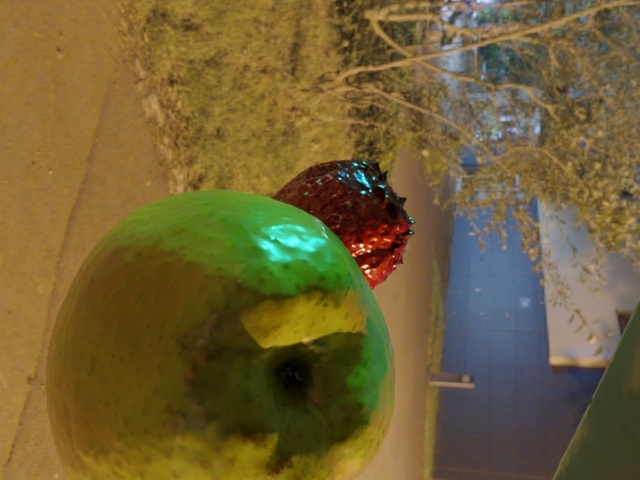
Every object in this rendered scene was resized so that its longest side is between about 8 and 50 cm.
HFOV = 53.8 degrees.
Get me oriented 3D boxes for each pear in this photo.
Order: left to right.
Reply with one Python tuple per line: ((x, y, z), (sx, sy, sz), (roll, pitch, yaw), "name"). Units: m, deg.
((-0.094, 0.129, 0.654), (0.391, 0.391, 0.391), (0, 90, -73), "pear")

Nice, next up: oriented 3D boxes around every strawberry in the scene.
((0.000, 0.000, 1.073), (0.238, 0.288, 0.250), (-130, -152, -63), "strawberry")

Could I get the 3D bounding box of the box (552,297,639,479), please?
((0.238, 0.119, 0.274), (0.373, 0.090, 0.367), (-95, -150, -86), "box")
